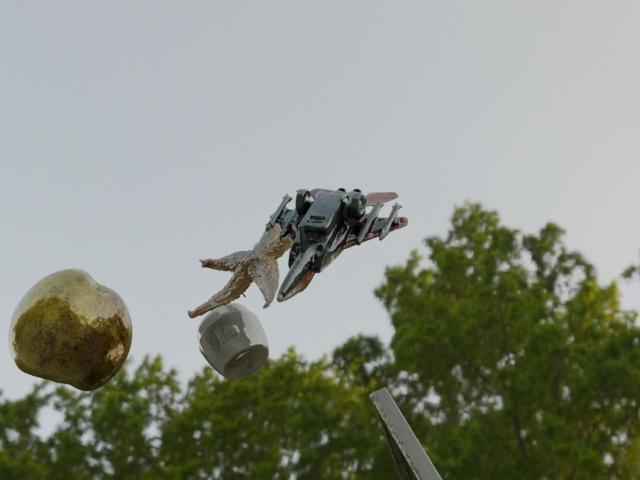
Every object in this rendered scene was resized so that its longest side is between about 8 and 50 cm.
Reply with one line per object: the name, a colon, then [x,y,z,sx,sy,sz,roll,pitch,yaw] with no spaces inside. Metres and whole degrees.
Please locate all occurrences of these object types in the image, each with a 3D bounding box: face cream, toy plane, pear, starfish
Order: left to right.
pear: [-0.403,0.142,1.582,0.197,0.197,0.197,8,-47,9]
face cream: [-0.152,0.176,1.691,0.117,0.104,0.117,-23,-37,-19]
starfish: [-0.123,0.053,1.642,0.231,0.295,0.048,-29,-60,15]
toy plane: [0.000,-0.007,1.408,0.222,0.326,0.104,4,-67,20]

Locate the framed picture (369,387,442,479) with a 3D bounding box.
framed picture: [0.136,0.324,0.953,0.020,0.240,0.324,-25,-52,-7]
